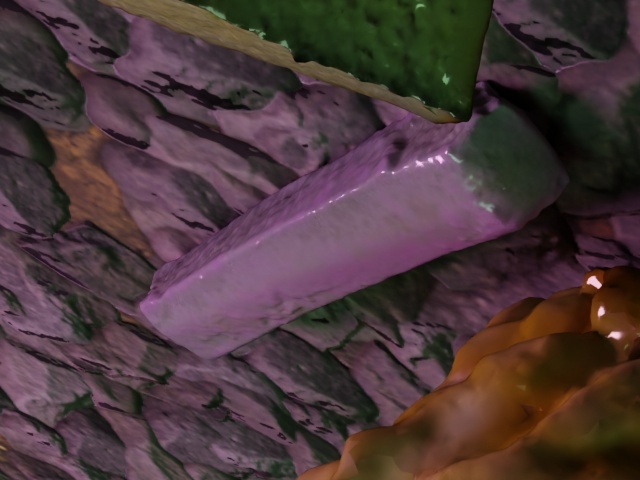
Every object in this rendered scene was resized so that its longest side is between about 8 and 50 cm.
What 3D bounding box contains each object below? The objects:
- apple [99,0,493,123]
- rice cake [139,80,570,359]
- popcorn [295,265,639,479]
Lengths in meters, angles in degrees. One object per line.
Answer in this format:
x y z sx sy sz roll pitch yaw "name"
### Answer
-0.085 -0.172 0.677 0.346 0.179 0.254 21 142 -10 "apple"
0.000 0.000 0.992 0.072 0.056 0.365 41 146 -17 "rice cake"
0.168 0.200 0.878 0.344 0.390 0.354 -42 76 41 "popcorn"
